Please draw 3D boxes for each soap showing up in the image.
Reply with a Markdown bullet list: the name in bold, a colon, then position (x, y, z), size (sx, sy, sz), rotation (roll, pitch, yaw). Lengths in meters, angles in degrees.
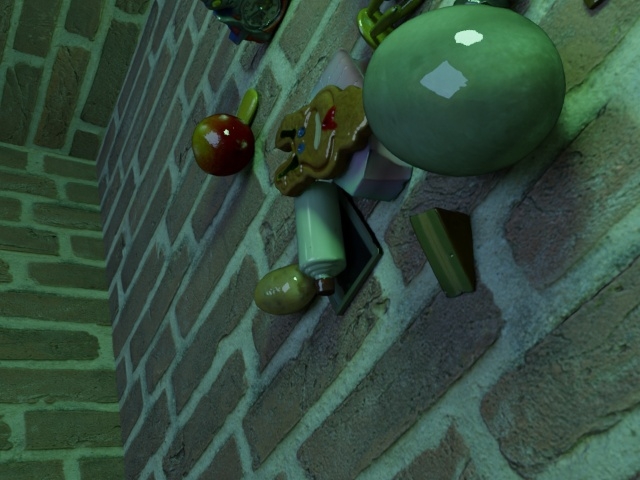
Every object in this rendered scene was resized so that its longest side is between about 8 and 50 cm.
- **soap**: position (-0.229, -0.380, 1.881), size (0.168, 0.033, 0.089), rotation (-66, 32, 23)
- **soap**: position (0.081, -0.231, 1.293), size (0.193, 0.109, 0.324), rotation (-55, 41, 34)

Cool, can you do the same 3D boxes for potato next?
- **potato**: position (-0.080, 0.117, 1.454), size (0.178, 0.118, 0.109), rotation (-22, 98, 41)

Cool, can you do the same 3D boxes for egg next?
- **egg**: position (0.209, -0.229, 0.957), size (0.352, 0.258, 0.258), rotation (31, 108, 54)

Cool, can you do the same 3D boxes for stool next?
- **stool**: position (0.146, -0.452, 1.246), size (0.134, 0.135, 0.110), rotation (51, 138, -8)

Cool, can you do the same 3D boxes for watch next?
- **watch**: position (-0.261, -0.736, 1.775), size (0.241, 0.305, 0.274), rotation (-55, 48, 33)

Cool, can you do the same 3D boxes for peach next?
- **peach**: position (-0.276, -0.278, 1.795), size (0.197, 0.197, 0.197), rotation (-21, 65, 54)

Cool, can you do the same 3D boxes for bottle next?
- **bottle**: position (0.000, 0.000, 1.331), size (0.104, 0.104, 0.245), rotation (-35, 52, 48)

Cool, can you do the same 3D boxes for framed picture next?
- **framed picture**: position (0.039, 0.008, 1.381), size (0.192, 0.018, 0.265), rotation (-59, 38, 28)

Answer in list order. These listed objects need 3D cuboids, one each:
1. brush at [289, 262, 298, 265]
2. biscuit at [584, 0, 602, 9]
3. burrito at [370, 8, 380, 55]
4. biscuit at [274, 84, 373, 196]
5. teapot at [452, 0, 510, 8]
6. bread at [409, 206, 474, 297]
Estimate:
- **brush**: position (-0.057, 0.065, 1.512), size (0.083, 0.019, 0.021), rotation (-15, 60, 57)
- **biscuit**: position (0.409, -0.387, 0.908), size (0.082, 0.016, 0.092), rotation (35, 110, 54)
- **burrito**: position (0.125, -0.436, 1.337), size (0.055, 0.041, 0.149), rotation (-48, 46, 51)
- **biscuit**: position (-0.004, -0.214, 1.270), size (0.334, 0.047, 0.202), rotation (-18, 65, 51)
- **teapot**: position (0.277, -0.453, 1.051), size (0.165, 0.130, 0.119), rotation (-77, -10, -71)
- **bread**: position (0.207, 0.023, 1.053), size (0.074, 0.084, 0.139), rotation (-20, 66, 53)
